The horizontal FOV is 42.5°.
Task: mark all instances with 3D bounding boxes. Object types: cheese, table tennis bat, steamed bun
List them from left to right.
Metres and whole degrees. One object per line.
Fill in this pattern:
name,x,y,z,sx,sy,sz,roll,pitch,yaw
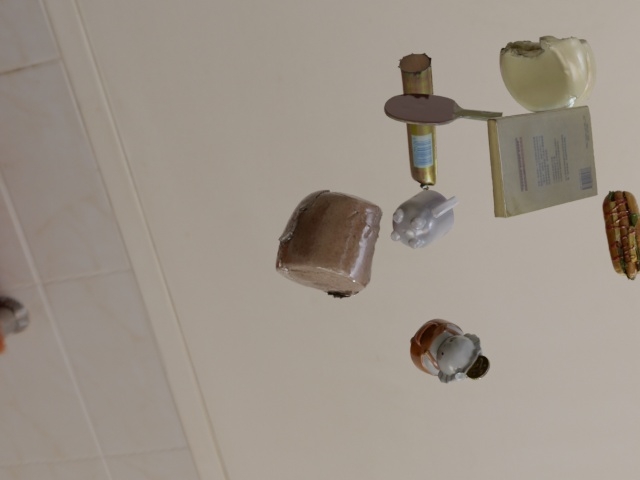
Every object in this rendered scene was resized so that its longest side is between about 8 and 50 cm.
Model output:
steamed bun,0.000,0.000,1.963,0.199,0.252,0.301,17,168,-24
table tennis bat,0.255,-0.268,1.717,0.246,0.022,0.138,8,-144,13
cheese,0.614,-0.466,2.232,0.266,0.233,0.127,5,-137,47

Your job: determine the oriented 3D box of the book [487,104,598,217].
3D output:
book,0.368,-0.131,1.352,0.230,0.161,0.026,-12,-171,-34

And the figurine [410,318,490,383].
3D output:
figurine,0.307,0.269,1.937,0.143,0.143,0.271,-24,-149,-28

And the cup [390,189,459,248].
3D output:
cup,0.272,-0.046,2.135,0.173,0.134,0.142,6,-156,39

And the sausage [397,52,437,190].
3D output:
sausage,0.238,-0.260,1.942,0.082,0.372,0.082,-6,-138,6

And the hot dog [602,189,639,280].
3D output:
hot dog,0.813,-0.016,2.190,0.104,0.250,0.076,-11,160,27
